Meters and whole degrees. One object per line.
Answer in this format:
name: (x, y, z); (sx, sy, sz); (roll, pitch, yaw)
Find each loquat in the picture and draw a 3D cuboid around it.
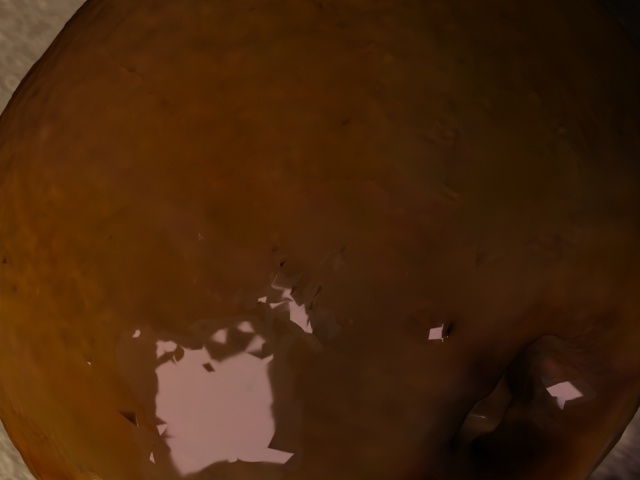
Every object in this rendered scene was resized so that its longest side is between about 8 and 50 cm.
loquat: (0.000, 0.000, 0.654); (0.275, 0.275, 0.274); (19, 137, 18)
